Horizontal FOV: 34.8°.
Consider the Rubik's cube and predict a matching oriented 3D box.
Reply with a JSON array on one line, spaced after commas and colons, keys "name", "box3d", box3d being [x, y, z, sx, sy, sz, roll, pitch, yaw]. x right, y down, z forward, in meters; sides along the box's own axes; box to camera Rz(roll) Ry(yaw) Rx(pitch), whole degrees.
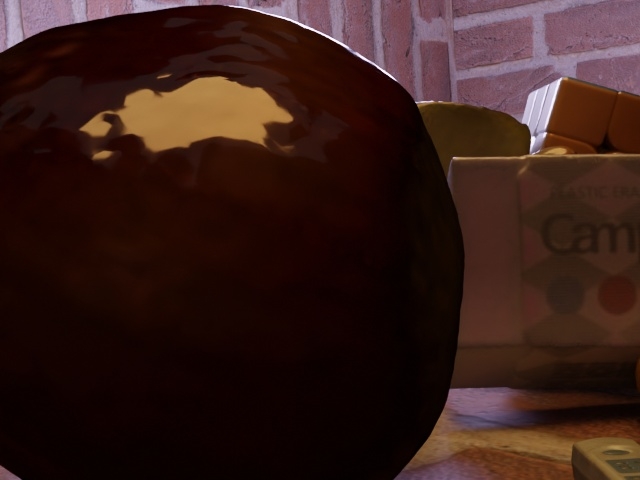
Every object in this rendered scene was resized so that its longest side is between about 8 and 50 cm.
[{"name": "Rubik's cube", "box3d": [0.487, -0.099, 1.764, 0.291, 0.291, 0.290, 16, 4, 0]}]

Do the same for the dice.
[{"name": "dice", "box3d": [0.207, -0.094, 1.677, 0.233, 0.227, 0.238, 11, -3, 4]}]

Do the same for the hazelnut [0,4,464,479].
[{"name": "hazelnut", "box3d": [-0.097, 0.009, 0.702, 0.421, 0.353, 0.421, 26, 29, -16]}]

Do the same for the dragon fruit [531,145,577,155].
[{"name": "dragon fruit", "box3d": [0.288, 0.039, 1.080, 0.243, 0.307, 0.227, -40, -7, 32]}]

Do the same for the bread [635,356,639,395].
[{"name": "bread", "box3d": [0.303, 0.127, 0.762, 0.092, 0.074, 0.239, -10, 4, 5]}]

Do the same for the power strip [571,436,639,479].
[{"name": "power strip", "box3d": [0.206, 0.162, 0.670, 0.047, 0.030, 0.191, -3, 5, -2]}]

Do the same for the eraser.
[{"name": "eraser", "box3d": [0.311, 0.031, 0.922, 0.396, 0.213, 0.082, -1, -4, -1]}]
